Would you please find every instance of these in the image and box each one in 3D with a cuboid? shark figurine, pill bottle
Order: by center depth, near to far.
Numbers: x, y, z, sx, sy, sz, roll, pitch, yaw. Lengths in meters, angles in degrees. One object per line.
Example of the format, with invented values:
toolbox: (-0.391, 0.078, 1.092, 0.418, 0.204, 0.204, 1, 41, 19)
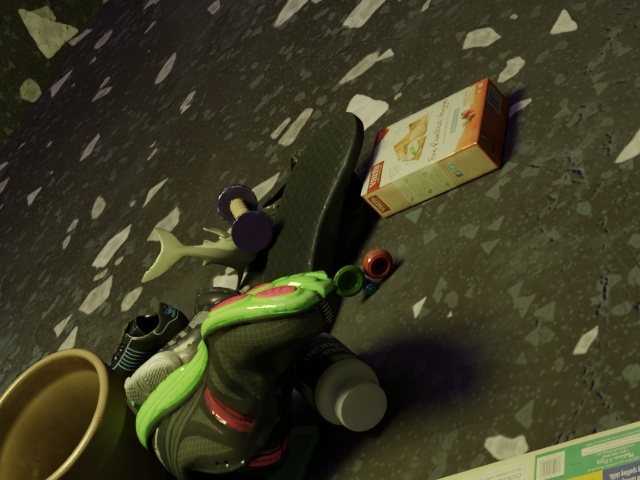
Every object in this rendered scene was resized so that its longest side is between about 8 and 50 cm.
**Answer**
pill bottle: (0.024, 0.196, 1.550, 0.094, 0.094, 0.169, -49, 29, -4)
shark figurine: (-0.171, 0.039, 1.983, 0.166, 0.278, 0.116, 14, 103, 28)

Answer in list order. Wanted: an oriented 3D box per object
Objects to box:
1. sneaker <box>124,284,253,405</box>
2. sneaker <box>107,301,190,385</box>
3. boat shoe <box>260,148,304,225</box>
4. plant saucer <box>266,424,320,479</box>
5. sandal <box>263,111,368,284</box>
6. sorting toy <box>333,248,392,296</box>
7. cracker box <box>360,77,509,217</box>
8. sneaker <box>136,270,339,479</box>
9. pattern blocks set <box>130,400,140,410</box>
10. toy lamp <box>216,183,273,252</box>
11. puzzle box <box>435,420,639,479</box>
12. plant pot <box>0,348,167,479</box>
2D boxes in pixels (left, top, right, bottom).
sneaker: (-0.212, 0.173, 1.903, 0.268, 0.101, 0.153, -31, 31, 17)
sneaker: (-0.336, 0.193, 2.049, 0.232, 0.090, 0.081, -36, 30, 19)
boat shoe: (-0.029, -0.124, 2.047, 0.228, 0.076, 0.080, -53, 29, -10)
plant saucer: (-0.052, 0.342, 1.551, 0.067, 0.018, 0.192, -16, 42, 44)
sandal: (-0.002, 0.002, 1.847, 0.167, 0.107, 0.446, -12, 57, 50)
sorting toy: (0.063, 0.049, 1.721, 0.102, 0.061, 0.042, -26, 27, -8)
cracker box: (0.182, -0.146, 1.797, 0.232, 0.067, 0.156, -25, 35, 37)
sneaker: (-0.086, 0.203, 1.522, 0.185, 0.202, 0.483, -22, -21, -39)
pattern blocks set: (-0.406, 0.394, 1.958, 0.325, 0.026, 0.285, -52, 29, -10)
toy lamp: (-0.137, -0.044, 1.962, 0.080, 0.080, 0.275, -45, 18, 4)
puzzle box: (0.197, 0.352, 1.161, 0.408, 0.052, 0.272, -25, 35, 35)
plant pot: (-0.360, 0.336, 1.736, 0.263, 0.229, 0.263, -24, 40, 22)
